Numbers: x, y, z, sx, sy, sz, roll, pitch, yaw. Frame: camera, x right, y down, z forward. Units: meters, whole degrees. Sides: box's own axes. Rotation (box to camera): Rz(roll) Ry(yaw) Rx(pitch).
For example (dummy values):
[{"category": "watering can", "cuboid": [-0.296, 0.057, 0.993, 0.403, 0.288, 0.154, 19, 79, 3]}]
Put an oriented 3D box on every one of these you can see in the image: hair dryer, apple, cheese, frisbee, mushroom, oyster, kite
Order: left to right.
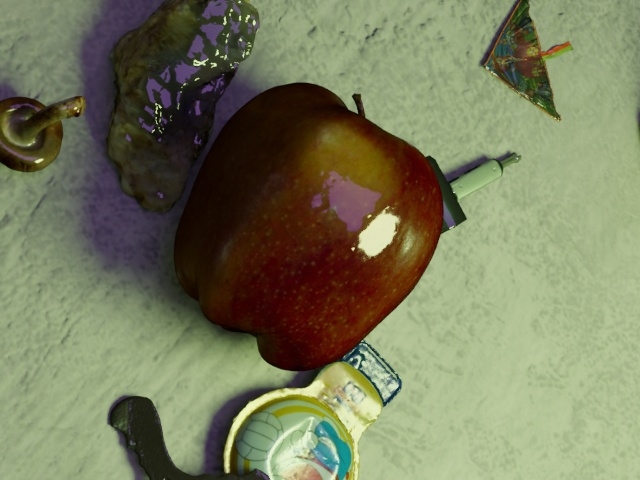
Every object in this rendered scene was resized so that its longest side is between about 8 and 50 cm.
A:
[{"category": "mushroom", "cuboid": [-0.318, -0.126, 1.388, 0.129, 0.073, 0.088, -18, 71, 9]}, {"category": "frisbee", "cuboid": [-0.182, 0.293, 1.389, 0.211, 0.012, 0.187, 36, 82, 6]}, {"category": "oyster", "cuboid": [-0.159, -0.212, 1.453, 0.166, 0.110, 0.341, 34, 83, -8]}, {"category": "cheese", "cuboid": [-0.011, 0.236, 1.459, 0.177, 0.069, 0.270, 47, 67, -9]}, {"category": "apple", "cuboid": [-0.009, -0.017, 1.389, 0.288, 0.288, 0.317, 35, 83, -14]}, {"category": "hair dryer", "cuboid": [0.195, -0.083, 1.619, 0.197, 0.057, 0.100, -27, 92, -33]}, {"category": "kite", "cuboid": [0.292, -0.254, 1.705, 0.159, 0.010, 0.190, -12, 87, -26]}]
